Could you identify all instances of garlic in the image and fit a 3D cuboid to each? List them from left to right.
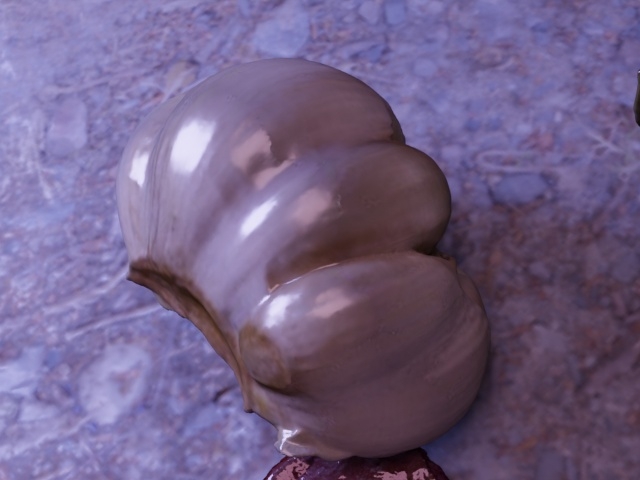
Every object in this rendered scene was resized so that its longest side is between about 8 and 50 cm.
[{"bbox_3d":[-0.002,-0.016,0.798,0.203,0.185,0.281,-23,43,-34],"label":"garlic"}]

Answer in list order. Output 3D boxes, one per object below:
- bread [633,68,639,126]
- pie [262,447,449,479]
[{"bbox_3d":[0.286,-0.051,0.743,0.197,0.197,0.170,-18,44,5],"label":"bread"},{"bbox_3d":[0.018,0.186,0.752,0.154,0.036,0.154,-8,57,12],"label":"pie"}]
